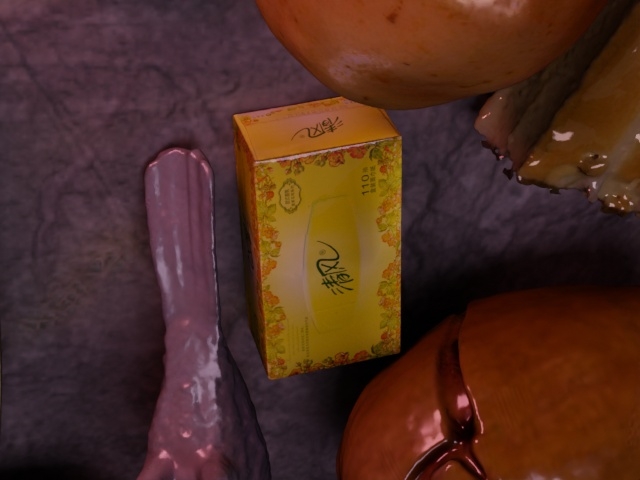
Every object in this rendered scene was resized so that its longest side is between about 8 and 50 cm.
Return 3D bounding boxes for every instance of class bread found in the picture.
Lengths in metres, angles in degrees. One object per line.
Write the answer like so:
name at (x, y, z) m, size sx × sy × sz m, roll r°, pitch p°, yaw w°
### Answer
bread at (0.253, -0.116, 0.840) m, size 0.239 × 0.111 × 0.246 m, roll 14°, pitch 121°, yaw -24°

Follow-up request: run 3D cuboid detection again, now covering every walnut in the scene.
walnut at (0.167, 0.127, 0.928) m, size 0.336 × 0.209 × 0.209 m, roll -25°, pitch 129°, yaw -16°

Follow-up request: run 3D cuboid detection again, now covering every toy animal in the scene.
toy animal at (-0.081, 0.145, 0.857) m, size 0.081 × 0.206 × 0.367 m, roll 0°, pitch 129°, yaw 15°

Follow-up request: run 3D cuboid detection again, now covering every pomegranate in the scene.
pomegranate at (0.058, -0.167, 0.675) m, size 0.209 × 0.209 × 0.209 m, roll -10°, pitch 126°, yaw -14°

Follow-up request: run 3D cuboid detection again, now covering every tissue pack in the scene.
tissue pack at (0.000, 0.000, 0.860) m, size 0.095 × 0.062 × 0.176 m, roll -11°, pitch 126°, yaw -13°

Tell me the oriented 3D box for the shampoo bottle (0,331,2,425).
shampoo bottle at (-0.253, 0.030, 0.774) m, size 0.125 × 0.084 × 0.350 m, roll -8°, pitch 125°, yaw -18°
